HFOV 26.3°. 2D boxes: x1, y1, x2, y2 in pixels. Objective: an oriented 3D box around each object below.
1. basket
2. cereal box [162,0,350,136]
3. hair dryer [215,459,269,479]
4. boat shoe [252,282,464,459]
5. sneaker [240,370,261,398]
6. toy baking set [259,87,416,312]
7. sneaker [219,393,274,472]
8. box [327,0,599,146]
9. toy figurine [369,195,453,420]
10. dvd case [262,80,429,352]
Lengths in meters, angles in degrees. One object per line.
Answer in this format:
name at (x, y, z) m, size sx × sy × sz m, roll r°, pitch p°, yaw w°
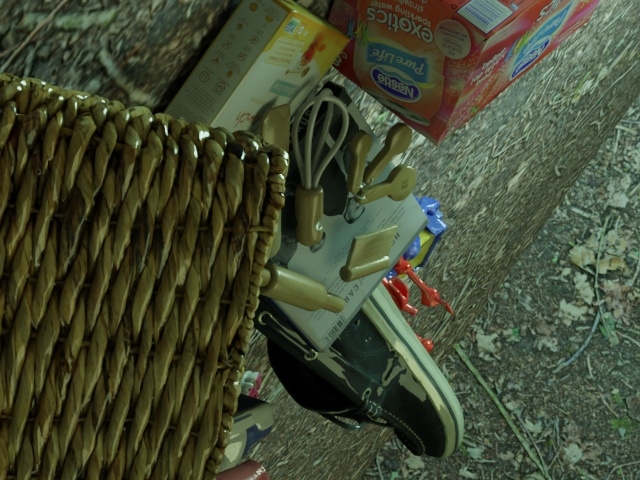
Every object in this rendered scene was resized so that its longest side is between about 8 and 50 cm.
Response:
basket at (-0.176, 0.048, 0.910) m, size 0.213 × 0.223 × 0.299 m, roll -155°, pitch -104°, yaw -70°
cereal box at (-0.081, -0.094, 1.148) m, size 0.240 × 0.047 × 0.173 m, roll -54°, pitch 168°, yaw 11°
hair dryer at (-0.153, 0.240, 1.359) m, size 0.294 × 0.080 × 0.223 m, roll 23°, pitch 82°, yaw -49°
boat shoe at (0.025, 0.124, 1.562) m, size 0.156 × 0.187 × 0.500 m, roll -39°, pitch 140°, yaw -3°
sneaker at (-0.140, 0.227, 1.706) m, size 0.170 × 0.075 × 0.063 m, roll -63°, pitch 164°, yaw 3°
toy baking set at (-0.002, -0.033, 1.228) m, size 0.256 × 0.030 × 0.196 m, roll 16°, pitch 100°, yaw -52°
sneaker at (-0.191, 0.289, 1.489) m, size 0.315 × 0.127 × 0.182 m, roll -27°, pitch 122°, yaw -44°
box at (0.154, -0.243, 1.294) m, size 0.300 × 0.154 × 0.142 m, roll -41°, pitch 163°, yaw -39°
toy figurine at (0.113, 0.056, 1.863) m, size 0.217 × 0.191 × 0.362 m, roll -47°, pitch 167°, yaw -33°
dvd case at (0.004, -0.015, 1.293) m, size 0.179 × 0.030 × 0.238 m, roll -50°, pitch 144°, yaw -10°
